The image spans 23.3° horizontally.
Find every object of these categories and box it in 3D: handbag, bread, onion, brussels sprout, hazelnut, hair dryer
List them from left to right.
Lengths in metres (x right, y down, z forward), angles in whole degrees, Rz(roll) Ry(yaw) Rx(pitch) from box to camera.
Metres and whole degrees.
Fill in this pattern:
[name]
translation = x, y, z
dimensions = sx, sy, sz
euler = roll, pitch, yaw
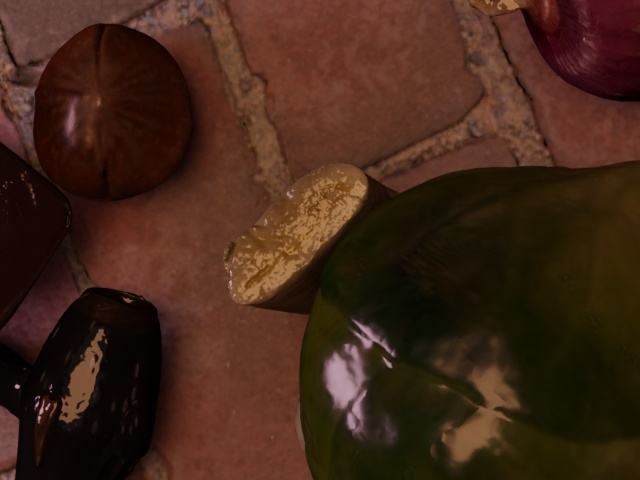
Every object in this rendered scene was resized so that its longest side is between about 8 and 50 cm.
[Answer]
[handbag]
translation = -0.332, -0.001, 1.252
dimensions = 0.203, 0.074, 0.216
euler = 38, 70, -22
[hair dryer]
translation = -0.307, 0.145, 1.356
dimensions = 0.359, 0.120, 0.304
euler = 24, 101, 26
[hazelnut]
translation = -0.182, -0.107, 1.303
dimensions = 0.150, 0.150, 0.150
euler = -1, 85, 15
[bread]
translation = -0.001, 0.000, 1.229
dimensions = 0.139, 0.178, 0.060
euler = -44, 76, 5
[brussels sprout]
translation = 0.143, 0.086, 1.130
dimensions = 0.354, 0.281, 0.289
euler = -37, 43, -18
[onion]
translation = 0.234, -0.194, 1.171
dimensions = 0.207, 0.200, 0.201
euler = -42, 72, 51

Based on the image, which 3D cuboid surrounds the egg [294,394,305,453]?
[egg]
translation = 0.015, 0.139, 1.269
dimensions = 0.071, 0.071, 0.083
euler = 5, 83, 15
